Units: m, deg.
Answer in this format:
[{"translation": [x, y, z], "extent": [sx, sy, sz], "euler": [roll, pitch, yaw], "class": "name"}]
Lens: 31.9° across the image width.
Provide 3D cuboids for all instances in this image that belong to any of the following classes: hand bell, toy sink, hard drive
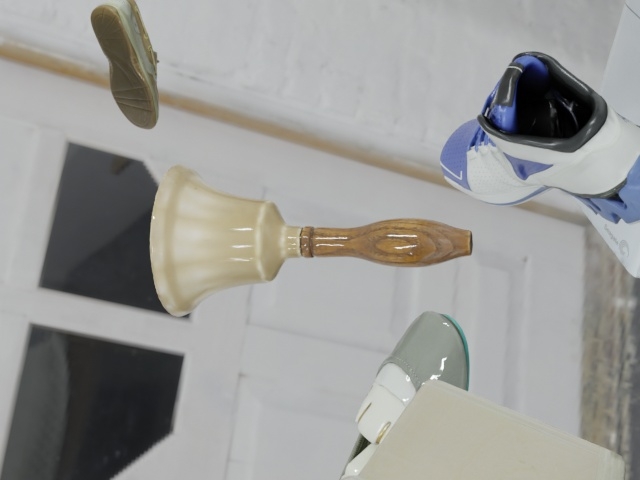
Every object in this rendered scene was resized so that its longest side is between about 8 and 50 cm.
[{"translation": [0.000, 0.000, 0.893], "extent": [0.126, 0.242, 0.126], "euler": [0, -90, -76], "class": "hand bell"}, {"translation": [0.055, 0.187, 0.548], "extent": [0.234, 0.131, 0.153], "euler": [-35, -36, -68], "class": "toy sink"}, {"translation": [0.455, -0.156, 1.577], "extent": [0.233, 0.047, 0.353], "euler": [-111, 23, -52], "class": "hard drive"}]

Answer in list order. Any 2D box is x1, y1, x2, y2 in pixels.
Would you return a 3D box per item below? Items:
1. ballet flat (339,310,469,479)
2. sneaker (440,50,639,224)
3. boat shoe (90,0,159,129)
[{"translation": [0.053, 0.144, 0.807], "extent": [0.072, 0.068, 0.213], "euler": [45, 139, 36], "class": "ballet flat"}, {"translation": [0.226, -0.126, 1.207], "extent": [0.127, 0.182, 0.315], "euler": [-57, 30, -11], "class": "sneaker"}, {"translation": [-0.173, -0.168, 1.053], "extent": [0.045, 0.050, 0.135], "euler": [-56, -32, -41], "class": "boat shoe"}]
